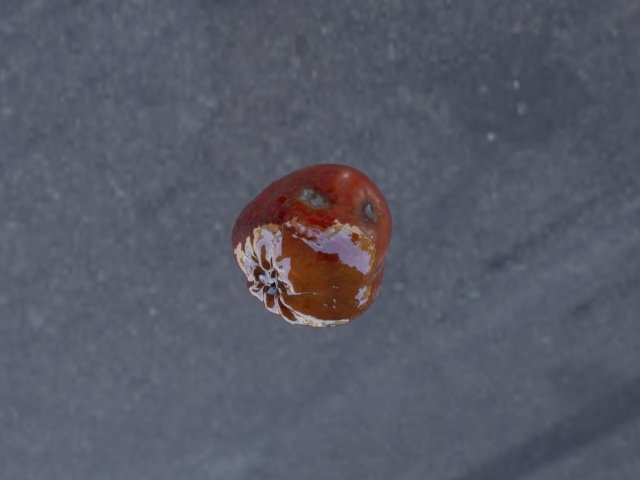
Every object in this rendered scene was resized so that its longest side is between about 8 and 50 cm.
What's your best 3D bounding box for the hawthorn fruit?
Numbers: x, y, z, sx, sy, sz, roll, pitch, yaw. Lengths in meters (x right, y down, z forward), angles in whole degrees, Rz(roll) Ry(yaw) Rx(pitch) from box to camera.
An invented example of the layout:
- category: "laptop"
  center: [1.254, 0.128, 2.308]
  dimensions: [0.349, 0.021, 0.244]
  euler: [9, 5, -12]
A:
- category: "hawthorn fruit"
  center: [0.000, 0.000, 0.932]
  dimensions: [0.093, 0.093, 0.093]
  euler: [-2, 143, -2]
